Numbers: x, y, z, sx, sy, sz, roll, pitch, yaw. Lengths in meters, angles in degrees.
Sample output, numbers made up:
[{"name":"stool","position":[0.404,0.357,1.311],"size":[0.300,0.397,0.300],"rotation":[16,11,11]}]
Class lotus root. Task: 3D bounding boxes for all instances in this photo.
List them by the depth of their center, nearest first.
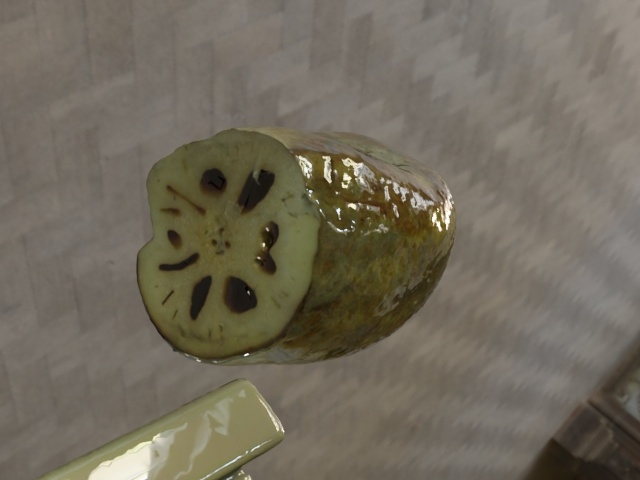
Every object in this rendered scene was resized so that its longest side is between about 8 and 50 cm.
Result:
[{"name":"lotus root","position":[0.000,0.000,0.965],"size":[0.346,0.250,0.250],"rotation":[-11,133,-59]}]

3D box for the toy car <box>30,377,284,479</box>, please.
[{"name":"toy car","position":[-0.155,0.234,0.555],"size":[0.336,0.226,0.242],"rotation":[-20,-179,41]}]
